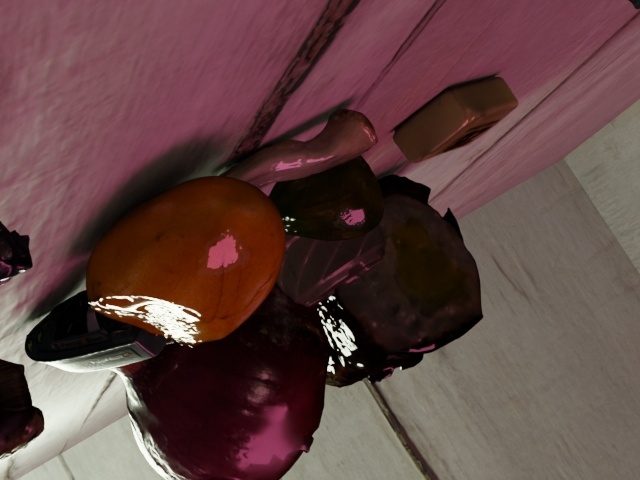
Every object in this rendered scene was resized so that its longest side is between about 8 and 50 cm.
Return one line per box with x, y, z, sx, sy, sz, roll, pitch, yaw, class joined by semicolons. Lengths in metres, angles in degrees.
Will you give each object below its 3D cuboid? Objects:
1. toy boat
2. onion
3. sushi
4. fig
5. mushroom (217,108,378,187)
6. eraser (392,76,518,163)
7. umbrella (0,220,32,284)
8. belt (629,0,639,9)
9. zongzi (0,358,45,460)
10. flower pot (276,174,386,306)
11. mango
-0.255;0.093;1.363;0.246;0.103;0.093;-14;-137;42;toy boat
-0.178;0.191;1.796;0.385;0.348;0.347;23;136;-34;onion
0.091;0.072;2.025;0.281;0.300;0.294;-6;162;-18;sushi
-0.015;-0.048;1.455;0.177;0.117;0.117;-13;-178;24;fig
-0.033;-0.087;1.294;0.202;0.054;0.059;-24;166;-21;mushroom
0.186;-0.164;1.677;0.117;0.058;0.172;-37;172;32;eraser
-0.307;0.041;0.878;0.224;0.080;0.071;-31;-151;18;umbrella
0.357;-0.314;1.100;0.206;0.116;0.267;-33;177;-18;belt
-0.469;0.251;1.357;0.286;0.134;0.288;-23;169;-39;zongzi
0.000;0.000;1.691;0.235;0.141;0.235;-34;174;-4;flower pot
-0.118;0.010;1.184;0.187;0.138;0.257;5;158;-28;mango
